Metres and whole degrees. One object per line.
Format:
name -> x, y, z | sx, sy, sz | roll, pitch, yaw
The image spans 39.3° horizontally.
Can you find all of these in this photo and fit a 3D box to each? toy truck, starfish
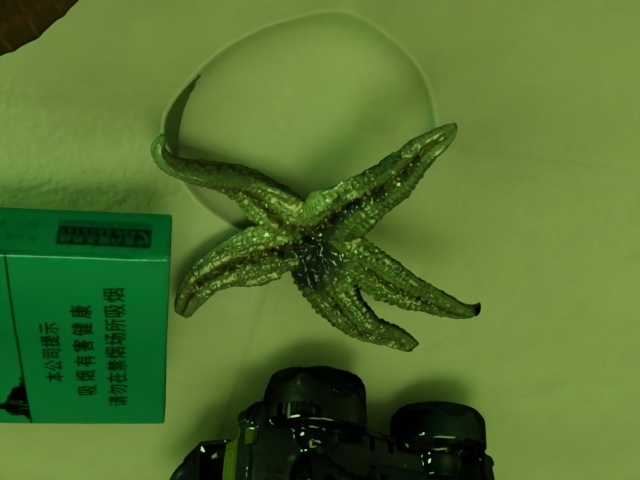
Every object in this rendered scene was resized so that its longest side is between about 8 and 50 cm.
toy truck -> 0.013, 0.191, 0.652 | 0.224, 0.147, 0.165 | 16, 150, -29
starfish -> 0.000, -0.002, 0.511 | 0.224, 0.050, 0.217 | 31, 138, -30

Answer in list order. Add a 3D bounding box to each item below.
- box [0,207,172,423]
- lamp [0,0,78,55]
box -> -0.200, 0.048, 0.507 | 0.227, 0.042, 0.160 | 2, 135, -10
lamp -> -0.141, -0.128, 0.310 | 0.137, 0.136, 0.136 | -7, 133, -7
